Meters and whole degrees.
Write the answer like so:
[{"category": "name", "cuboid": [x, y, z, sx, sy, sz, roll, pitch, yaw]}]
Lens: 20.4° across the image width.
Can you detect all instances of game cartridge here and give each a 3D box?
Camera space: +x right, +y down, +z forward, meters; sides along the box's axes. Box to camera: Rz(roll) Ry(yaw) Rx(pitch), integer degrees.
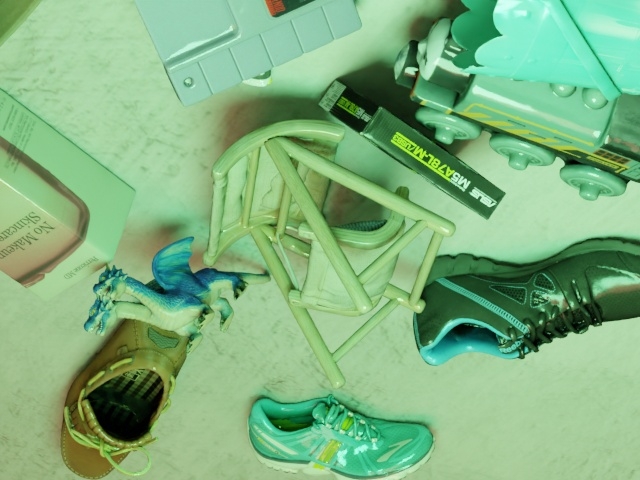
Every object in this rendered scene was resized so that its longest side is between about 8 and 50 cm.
[{"category": "game cartridge", "cuboid": [-0.102, -0.319, 1.851, 0.230, 0.068, 0.355, -22, 133, 2]}]

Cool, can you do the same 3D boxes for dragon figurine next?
[{"category": "dragon figurine", "cuboid": [-0.175, 0.055, 2.261, 0.144, 0.289, 0.085, 38, 130, 14]}]

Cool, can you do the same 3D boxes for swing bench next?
[{"category": "swing bench", "cuboid": [0.000, 0.000, 2.120, 0.255, 0.165, 0.253, 43, 158, 13]}]

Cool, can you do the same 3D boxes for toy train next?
[{"category": "toy train", "cuboid": [0.247, -0.150, 1.917, 0.334, 0.142, 0.190, 21, 169, -6]}]

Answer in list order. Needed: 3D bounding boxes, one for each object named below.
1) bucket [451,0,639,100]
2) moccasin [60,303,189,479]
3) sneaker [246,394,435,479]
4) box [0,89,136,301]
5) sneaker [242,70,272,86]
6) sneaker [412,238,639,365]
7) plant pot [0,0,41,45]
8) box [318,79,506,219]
[{"category": "bucket", "cuboid": [0.248, -0.273, 1.725, 0.183, 0.281, 0.281, 12, 140, -6]}, {"category": "moccasin", "cuboid": [-0.285, 0.245, 2.543, 0.139, 0.147, 0.380, 27, 138, -15]}, {"category": "sneaker", "cuboid": [0.026, 0.280, 2.540, 0.275, 0.107, 0.110, 3, 129, 12]}, {"category": "box", "cuboid": [-0.376, -0.054, 2.246, 0.232, 0.127, 0.148, 38, 133, -25]}, {"category": "sneaker", "cuboid": [-0.096, -0.204, 2.077, 0.083, 0.031, 0.035, 7, 126, 2]}, {"category": "sneaker", "cuboid": [0.280, 0.091, 2.221, 0.341, 0.139, 0.125, -8, 133, 22]}, {"category": "plant pot", "cuboid": [-0.395, -0.336, 1.865, 0.229, 0.263, 0.263, 39, 136, -4]}, {"category": "box", "cuboid": [0.102, -0.106, 2.028, 0.184, 0.191, 0.045, 35, 93, -21]}]
